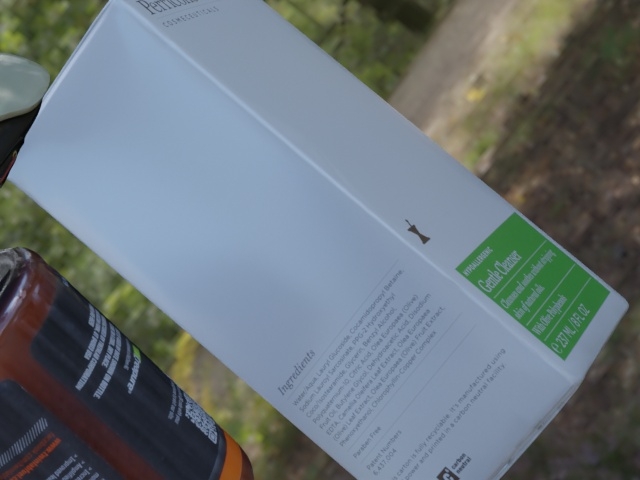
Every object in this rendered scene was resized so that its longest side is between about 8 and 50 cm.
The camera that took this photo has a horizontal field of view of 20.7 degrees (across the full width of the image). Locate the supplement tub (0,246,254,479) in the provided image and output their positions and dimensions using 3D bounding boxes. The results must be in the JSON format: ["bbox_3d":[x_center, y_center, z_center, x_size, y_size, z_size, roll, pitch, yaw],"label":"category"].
[{"bbox_3d":[-0.103,0.102,0.800,0.106,0.198,0.106,-35,25,19],"label":"supplement tub"}]

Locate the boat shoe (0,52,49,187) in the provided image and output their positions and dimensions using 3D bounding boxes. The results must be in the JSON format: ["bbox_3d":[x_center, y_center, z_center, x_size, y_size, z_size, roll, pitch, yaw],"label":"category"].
[{"bbox_3d":[-0.153,-0.043,0.749,0.133,0.049,0.042,-68,-7,-59],"label":"boat shoe"}]

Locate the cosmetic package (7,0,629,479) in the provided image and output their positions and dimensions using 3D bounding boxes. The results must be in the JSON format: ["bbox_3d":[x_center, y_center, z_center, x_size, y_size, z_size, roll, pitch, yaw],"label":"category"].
[{"bbox_3d":[0.000,0.000,1.140,0.155,0.365,0.197,-51,-5,23],"label":"cosmetic package"}]
